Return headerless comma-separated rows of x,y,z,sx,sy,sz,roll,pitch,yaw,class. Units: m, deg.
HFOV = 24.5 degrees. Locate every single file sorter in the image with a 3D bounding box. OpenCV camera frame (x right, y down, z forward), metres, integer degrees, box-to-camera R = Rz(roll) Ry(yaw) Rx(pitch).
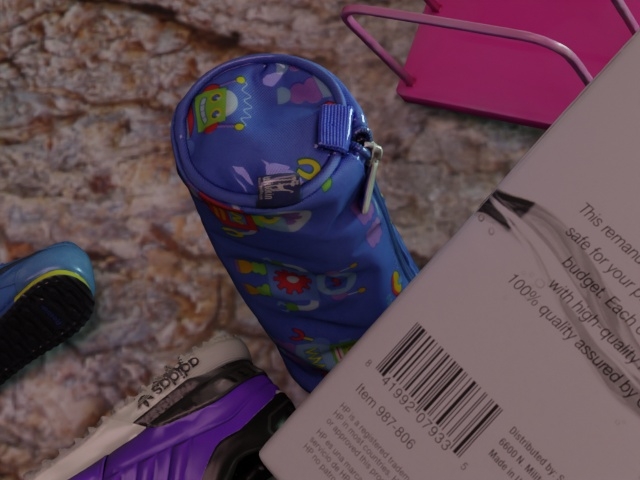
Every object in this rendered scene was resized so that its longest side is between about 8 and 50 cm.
0.164,-0.253,1.119,0.202,0.182,0.290,15,80,29,file sorter

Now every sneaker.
-0.270,0.071,1.165,0.209,0.069,0.082,-32,33,3,sneaker
-0.128,0.208,1.055,0.293,0.102,0.146,-41,68,-10,sneaker

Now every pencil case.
0.000,0.000,1.014,0.133,0.306,0.119,5,60,19,pencil case

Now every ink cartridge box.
0.204,0.101,0.943,0.395,0.166,0.285,-48,61,8,ink cartridge box
